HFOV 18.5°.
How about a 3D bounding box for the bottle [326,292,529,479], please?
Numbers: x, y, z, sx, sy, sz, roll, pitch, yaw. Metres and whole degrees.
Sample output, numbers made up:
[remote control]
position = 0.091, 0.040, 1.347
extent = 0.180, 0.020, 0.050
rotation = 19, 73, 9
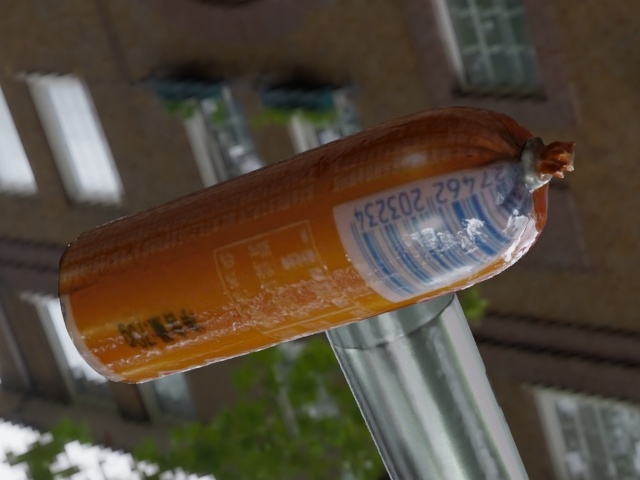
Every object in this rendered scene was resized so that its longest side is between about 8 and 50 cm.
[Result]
[bottle]
position = 0.060, 0.093, 1.170
extent = 0.079, 0.254, 0.096
rotation = -32, -159, -24

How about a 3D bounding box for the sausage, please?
[sausage]
position = 0.000, 0.000, 0.761
extent = 0.234, 0.071, 0.071
rotation = -17, -162, 38
